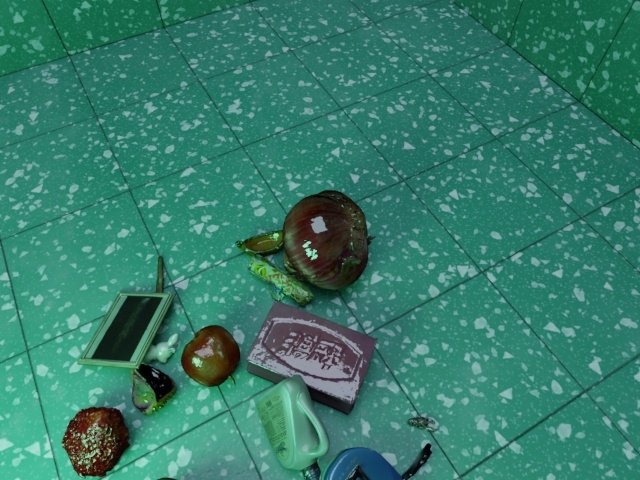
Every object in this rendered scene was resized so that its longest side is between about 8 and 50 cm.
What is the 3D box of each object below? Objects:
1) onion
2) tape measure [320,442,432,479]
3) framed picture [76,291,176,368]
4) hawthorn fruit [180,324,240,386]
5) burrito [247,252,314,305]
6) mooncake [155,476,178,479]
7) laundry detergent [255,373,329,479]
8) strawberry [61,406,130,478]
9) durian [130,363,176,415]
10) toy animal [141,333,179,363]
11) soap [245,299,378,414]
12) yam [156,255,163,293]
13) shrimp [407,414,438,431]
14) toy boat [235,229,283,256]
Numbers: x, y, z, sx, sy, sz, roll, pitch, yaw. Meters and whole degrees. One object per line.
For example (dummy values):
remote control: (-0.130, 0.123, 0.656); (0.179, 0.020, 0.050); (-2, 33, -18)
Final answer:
onion: (0.032, -0.004, 1.698); (0.353, 0.354, 0.354); (0, 56, 0)
tape measure: (0.154, 0.636, 1.375); (0.215, 0.098, 0.351); (44, 61, 6)
framed picture: (-0.628, 0.280, 1.616); (0.231, 0.018, 0.293); (-1, 45, 16)
hawthorn fruit: (-0.325, 0.368, 1.530); (0.200, 0.179, 0.179); (40, 64, 9)
burrito: (-0.152, 0.149, 1.735); (0.288, 0.054, 0.104); (31, 89, 21)
mooncake: (-0.366, 0.783, 1.222); (0.378, 0.201, 0.378); (2, 56, -3)
laundry detergent: (-0.062, 0.541, 1.390); (0.105, 0.215, 0.281); (-5, 58, -45)
strawberry: (-0.629, 0.548, 1.393); (0.184, 0.201, 0.187); (27, 39, -4)
durian: (-0.519, 0.467, 1.519); (0.186, 0.119, 0.108); (34, 100, 34)
toy animal: (-0.518, 0.352, 1.596); (0.124, 0.085, 0.071); (-2, 39, -8)
soap: (-0.029, 0.361, 1.560); (0.359, 0.128, 0.233); (19, 57, 11)
yam: (-0.570, 0.152, 1.754); (0.029, 0.027, 0.234); (15, 48, -33)
shrimp: (0.310, 0.548, 1.496); (0.092, 0.029, 0.038); (18, 49, 5)
toy boat: (-0.196, 0.003, 1.822); (0.229, 0.088, 0.089); (-14, 56, -9)
